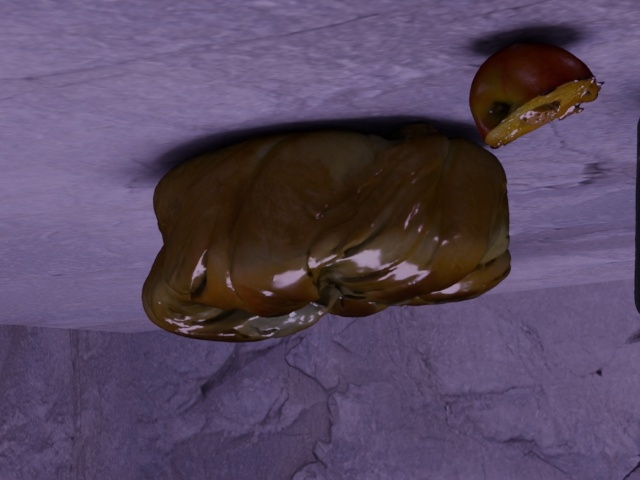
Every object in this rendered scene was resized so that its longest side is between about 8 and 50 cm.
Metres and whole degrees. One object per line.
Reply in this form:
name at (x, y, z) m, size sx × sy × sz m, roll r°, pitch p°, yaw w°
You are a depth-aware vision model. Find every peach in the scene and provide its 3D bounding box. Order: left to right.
peach at (0.146, -0.109, 0.972) m, size 0.098 × 0.061 × 0.098 m, roll -27°, pitch 169°, yaw -5°

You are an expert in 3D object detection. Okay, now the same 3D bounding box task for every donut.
donut at (0.000, 0.000, 1.318) m, size 0.360 × 0.170 × 0.360 m, roll -5°, pitch 171°, yaw -1°

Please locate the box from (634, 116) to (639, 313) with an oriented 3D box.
box at (0.357, -0.019, 1.181) m, size 0.135 × 0.243 × 0.163 m, roll 16°, pitch 162°, yaw -39°
